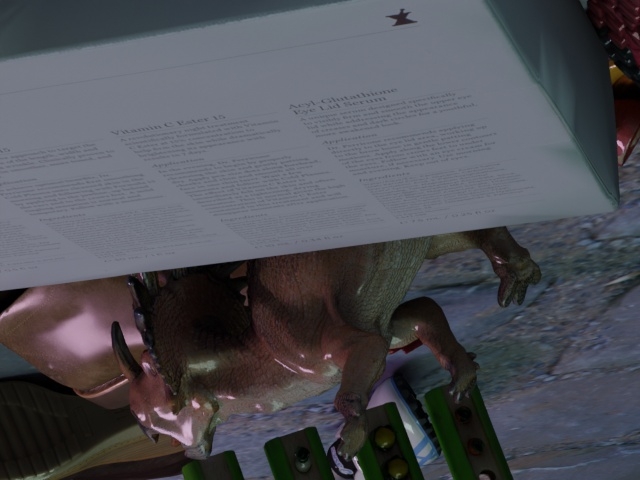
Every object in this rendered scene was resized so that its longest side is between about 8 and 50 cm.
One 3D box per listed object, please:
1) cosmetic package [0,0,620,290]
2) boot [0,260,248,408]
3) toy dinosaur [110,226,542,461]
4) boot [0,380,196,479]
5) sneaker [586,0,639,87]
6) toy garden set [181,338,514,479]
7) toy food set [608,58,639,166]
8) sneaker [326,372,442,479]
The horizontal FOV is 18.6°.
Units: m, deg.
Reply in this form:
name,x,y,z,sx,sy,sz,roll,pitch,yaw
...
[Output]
name,x,y,z,sx,sy,sz,roll,pitch,yaw
cosmetic package,-0.076,-0.072,0.896,0.377,0.097,0.284,-7,163,17
boot,-0.099,0.013,1.212,0.115,0.112,0.305,28,138,-30
toy dinosaur,0.000,0.000,1.071,0.200,0.295,0.127,29,177,27
boot,-0.208,0.181,1.628,0.248,0.090,0.207,-12,158,-10
sneaker,0.167,-0.147,0.896,0.112,0.121,0.299,-44,153,3
toy garden set,0.012,0.142,1.510,0.244,0.203,0.049,-16,162,-14
toy food set,0.228,-0.064,1.145,0.218,0.071,0.128,9,157,-23
sneaker,0.054,0.185,1.790,0.086,0.085,0.237,-26,165,-14
